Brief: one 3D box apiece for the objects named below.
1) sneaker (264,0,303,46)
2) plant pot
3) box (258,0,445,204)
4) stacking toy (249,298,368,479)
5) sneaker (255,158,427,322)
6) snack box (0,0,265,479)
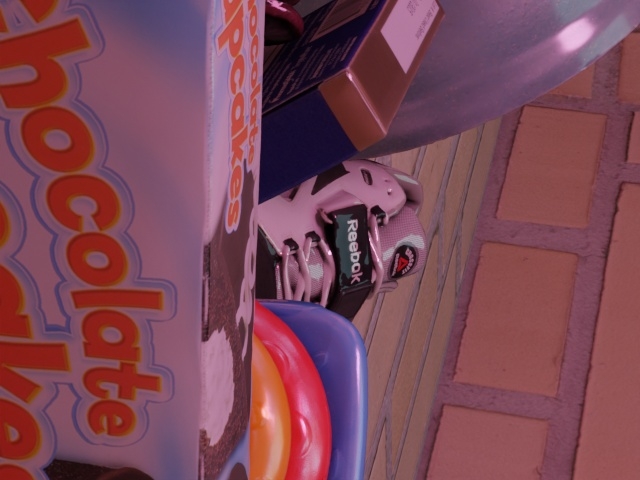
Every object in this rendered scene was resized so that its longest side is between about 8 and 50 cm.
[{"bbox_3d":[-0.083,-0.123,0.599,0.281,0.162,0.106,-32,129,-76],"label":"sneaker"},{"bbox_3d":[0.063,-0.215,1.087,0.196,0.293,0.293,63,27,-24],"label":"plant pot"},{"bbox_3d":[-0.059,-0.036,0.679,0.036,0.225,0.136,58,26,-17],"label":"box"},{"bbox_3d":[-0.109,0.090,0.736,0.302,0.175,0.166,20,72,-65],"label":"stacking toy"},{"bbox_3d":[0.000,0.000,1.169,0.330,0.146,0.122,-57,154,-63],"label":"sneaker"},{"bbox_3d":[-0.113,-0.005,0.466,0.060,0.187,0.322,-58,153,-64],"label":"snack box"}]
